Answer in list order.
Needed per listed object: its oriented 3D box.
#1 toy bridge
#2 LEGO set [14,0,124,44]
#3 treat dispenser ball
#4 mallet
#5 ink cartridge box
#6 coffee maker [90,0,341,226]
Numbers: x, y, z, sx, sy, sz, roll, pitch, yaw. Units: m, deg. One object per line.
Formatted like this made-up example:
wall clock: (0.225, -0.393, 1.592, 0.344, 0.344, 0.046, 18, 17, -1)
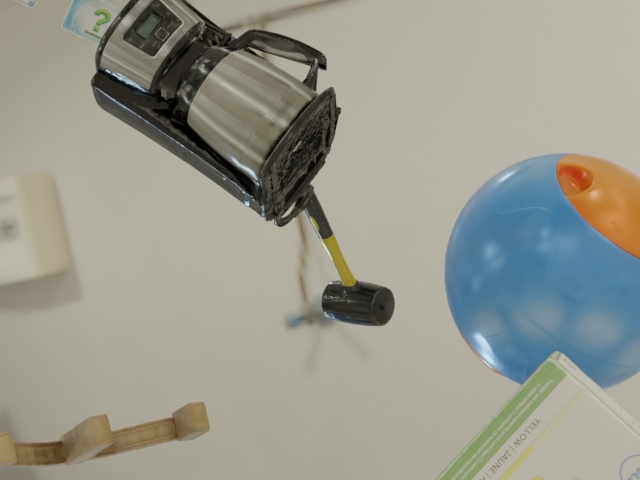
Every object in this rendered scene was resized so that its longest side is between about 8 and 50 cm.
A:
toy bridge: (-0.179, 0.153, 1.393, 0.188, 0.026, 0.063, -6, -17, -35)
LEGO set: (-0.286, -0.324, 1.971, 0.244, 0.182, 0.060, 25, 19, -13)
treat dispenser ball: (0.290, 0.039, 2.167, 0.288, 0.288, 0.288, -12, 4, 1)
mallet: (0.000, 0.000, 1.599, 0.062, 0.189, 0.039, -1, 40, 43)
ink cartridge box: (0.200, 0.219, 1.321, 0.171, 0.235, 0.056, -49, -7, 11)
coffee maker: (-0.088, -0.101, 1.458, 0.120, 0.178, 0.171, -45, -16, -38)
